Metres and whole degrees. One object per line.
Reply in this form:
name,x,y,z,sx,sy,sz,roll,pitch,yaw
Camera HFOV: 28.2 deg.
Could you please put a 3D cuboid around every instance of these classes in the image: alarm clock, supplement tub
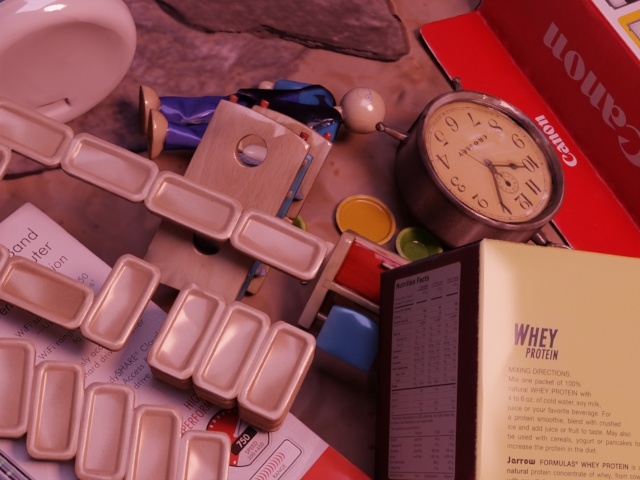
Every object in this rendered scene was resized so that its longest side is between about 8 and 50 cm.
alarm clock,0.134,-0.036,0.993,0.192,0.064,0.129,47,50,13
supplement tub,-0.238,-0.194,0.945,0.144,0.144,0.200,-19,64,-26

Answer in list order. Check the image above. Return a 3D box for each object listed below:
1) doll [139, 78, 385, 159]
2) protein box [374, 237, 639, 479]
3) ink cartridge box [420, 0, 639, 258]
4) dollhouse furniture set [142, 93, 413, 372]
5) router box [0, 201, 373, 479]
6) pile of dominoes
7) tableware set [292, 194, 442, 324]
doll,-0.040,-0.091,0.982,0.189,0.046,0.129,-5,37,-16
protein box,0.150,0.117,0.799,0.199,0.136,0.201,7,79,-22
ink cartridge box,0.280,-0.140,1.068,0.271,0.130,0.309,-22,66,-26
dollhouse furniture set,0.000,0.000,0.860,0.183,0.129,0.129,27,98,4
router box,-0.182,0.181,0.748,0.301,0.082,0.335,37,55,10
pile of dominoes,-0.131,0.046,0.778,0.251,0.040,0.196,24,70,5
tableware set,0.013,-0.008,0.967,0.154,0.024,0.104,32,54,7
